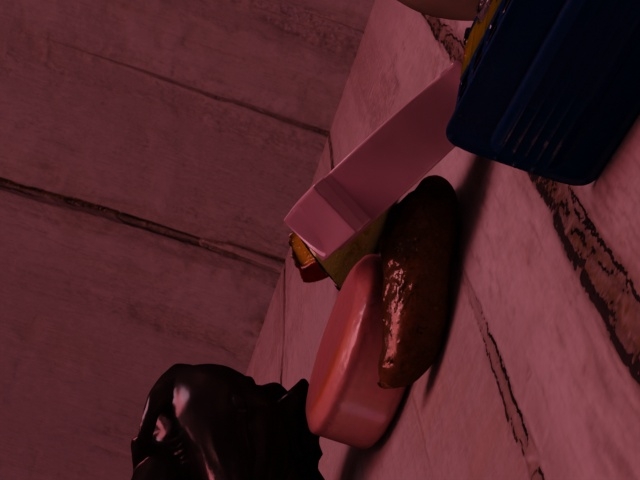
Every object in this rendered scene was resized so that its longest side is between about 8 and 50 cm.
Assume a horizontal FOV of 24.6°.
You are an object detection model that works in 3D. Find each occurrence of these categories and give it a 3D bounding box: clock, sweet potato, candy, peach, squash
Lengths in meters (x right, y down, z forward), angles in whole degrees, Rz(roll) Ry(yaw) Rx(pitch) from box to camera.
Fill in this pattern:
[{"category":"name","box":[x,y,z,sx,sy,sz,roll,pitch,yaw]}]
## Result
[{"category":"clock","box":[0.079,-0.087,1.787,0.275,0.080,0.290,-42,0,-15]},{"category":"sweet potato","box":[0.114,0.014,1.714,0.114,0.092,0.341,90,-171,-46]},{"category":"candy","box":[0.055,0.142,1.851,0.255,0.094,0.255,-162,90,-84]},{"category":"peach","box":[0.007,-0.001,2.636,0.151,0.118,0.151,-6,-90,-82]},{"category":"squash","box":[0.055,-0.062,2.326,0.137,0.137,0.287,-90,21,-71]}]

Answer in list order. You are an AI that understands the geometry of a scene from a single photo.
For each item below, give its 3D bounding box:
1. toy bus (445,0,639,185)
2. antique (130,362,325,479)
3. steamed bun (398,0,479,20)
[{"category":"toy bus","box":[0.216,-0.201,1.187,0.287,0.138,0.175,114,172,-49]},{"category":"antique","box":[-0.105,0.286,1.887,0.185,0.322,0.255,-32,42,28]},{"category":"steamed bun","box":[0.173,-0.383,1.537,0.324,0.206,0.324,-18,63,38]}]
